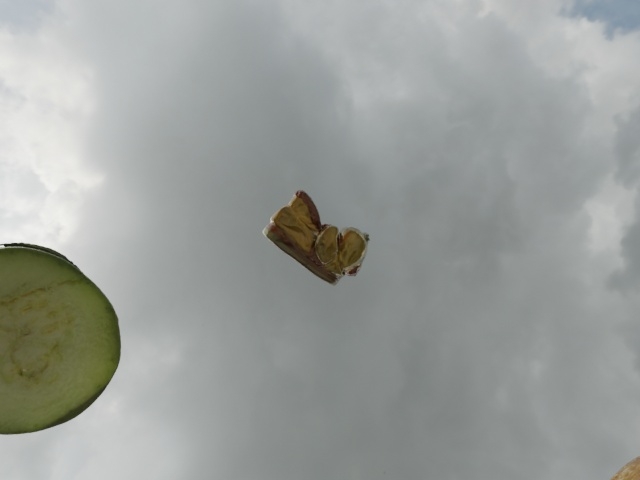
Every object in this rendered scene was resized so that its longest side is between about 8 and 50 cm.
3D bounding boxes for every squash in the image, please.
[{"bbox_3d":[-0.349,0.105,0.602,0.220,0.133,0.220,6,-102,-33],"label":"squash"}]

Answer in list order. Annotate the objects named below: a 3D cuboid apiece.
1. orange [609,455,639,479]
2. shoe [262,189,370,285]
[{"bbox_3d":[0.306,0.261,0.381,0.193,0.219,0.219,25,-89,-48],"label":"orange"},{"bbox_3d":[-0.001,-0.001,0.550,0.109,0.072,0.069,31,-90,-1],"label":"shoe"}]
